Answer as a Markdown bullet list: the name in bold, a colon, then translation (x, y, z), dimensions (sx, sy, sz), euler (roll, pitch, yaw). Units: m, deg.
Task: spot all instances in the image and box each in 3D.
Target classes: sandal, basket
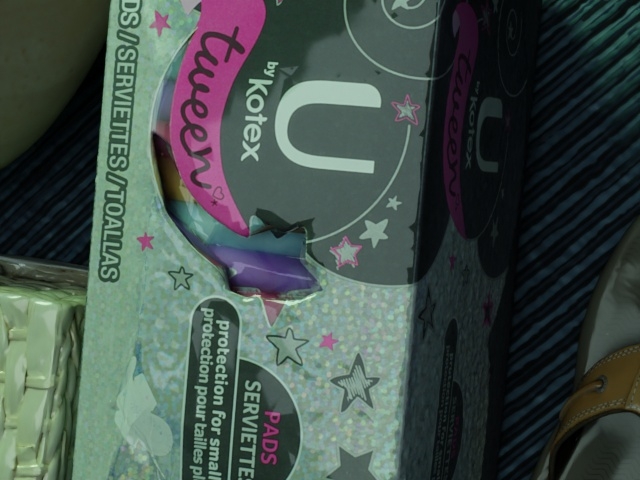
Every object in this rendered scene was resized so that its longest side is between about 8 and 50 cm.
- **sandal**: translation (0.126, 0.085, 0.822), dimensions (0.090, 0.060, 0.219), euler (31, 99, 15)
- **basket**: translation (-0.146, 0.093, 0.886), dimensions (0.113, 0.103, 0.167), euler (9, 94, 18)

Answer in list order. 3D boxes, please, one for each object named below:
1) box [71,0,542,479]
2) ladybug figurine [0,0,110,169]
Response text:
- **box**: translation (0.000, 0.000, 0.807), dimensions (0.142, 0.163, 0.247), euler (5, 92, 19)
- **ladybug figurine**: translation (-0.217, -0.243, 0.855), dimensions (0.305, 0.162, 0.449), euler (-9, 84, 30)
